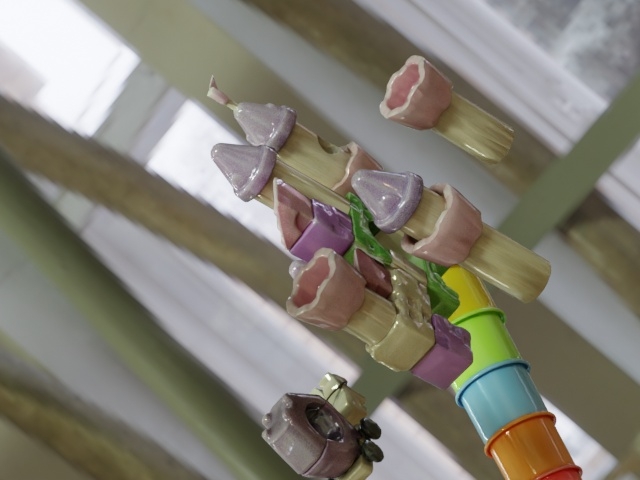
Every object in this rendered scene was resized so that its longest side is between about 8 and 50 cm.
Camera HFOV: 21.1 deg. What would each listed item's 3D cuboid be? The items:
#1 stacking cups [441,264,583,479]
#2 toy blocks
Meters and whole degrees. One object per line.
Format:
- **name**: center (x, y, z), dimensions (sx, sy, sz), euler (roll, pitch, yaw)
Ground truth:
- **stacking cups**: center (0.193, 0.166, 1.728), dimensions (0.096, 0.316, 0.096), euler (-22, -29, -13)
- **toy blocks**: center (0.000, 0.000, 1.525), dimensions (0.309, 0.260, 0.288), euler (-50, 24, 26)
